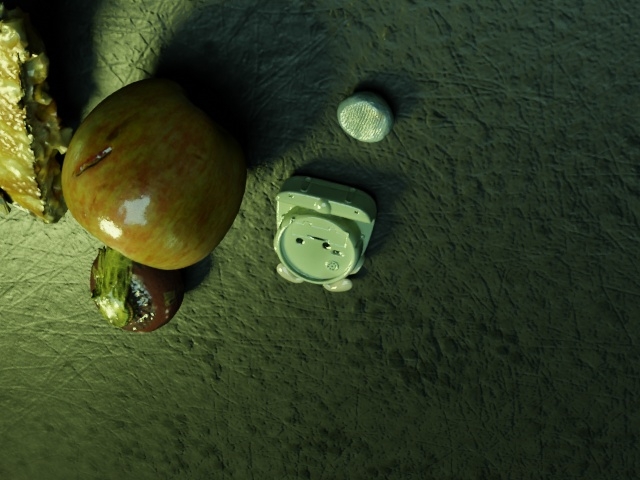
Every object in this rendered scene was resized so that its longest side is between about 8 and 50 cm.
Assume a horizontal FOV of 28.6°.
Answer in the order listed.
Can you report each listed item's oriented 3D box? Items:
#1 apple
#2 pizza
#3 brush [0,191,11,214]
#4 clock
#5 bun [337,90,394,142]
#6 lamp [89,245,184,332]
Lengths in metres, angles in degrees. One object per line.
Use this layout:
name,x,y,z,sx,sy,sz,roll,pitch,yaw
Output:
apple,-0.228,-0.100,1.792,0.264,0.264,0.264,7,124,10
pizza,-0.474,-0.227,1.818,0.440,0.130,0.406,42,144,-18
brush,-0.503,-0.088,1.904,0.043,0.014,0.170,31,158,13
clock,0.000,0.000,1.910,0.151,0.062,0.191,13,126,6
bun,0.066,-0.178,1.785,0.083,0.045,0.083,8,123,13
lamp,-0.298,0.081,1.998,0.157,0.135,0.156,25,126,-5
